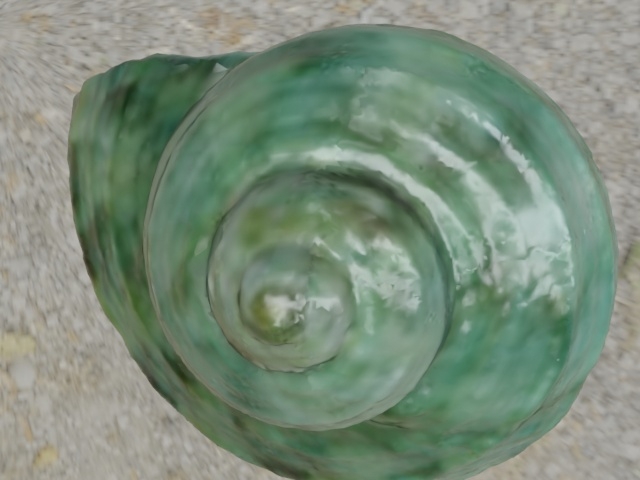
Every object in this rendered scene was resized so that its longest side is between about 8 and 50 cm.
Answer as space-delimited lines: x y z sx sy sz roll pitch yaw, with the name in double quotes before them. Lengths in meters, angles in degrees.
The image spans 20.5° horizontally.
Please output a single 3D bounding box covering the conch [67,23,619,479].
"conch" -0.002 0.002 0.524 0.176 0.188 0.122 38 71 -2
